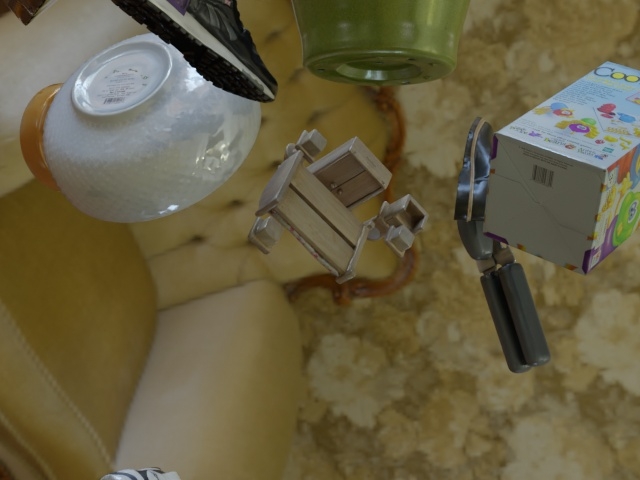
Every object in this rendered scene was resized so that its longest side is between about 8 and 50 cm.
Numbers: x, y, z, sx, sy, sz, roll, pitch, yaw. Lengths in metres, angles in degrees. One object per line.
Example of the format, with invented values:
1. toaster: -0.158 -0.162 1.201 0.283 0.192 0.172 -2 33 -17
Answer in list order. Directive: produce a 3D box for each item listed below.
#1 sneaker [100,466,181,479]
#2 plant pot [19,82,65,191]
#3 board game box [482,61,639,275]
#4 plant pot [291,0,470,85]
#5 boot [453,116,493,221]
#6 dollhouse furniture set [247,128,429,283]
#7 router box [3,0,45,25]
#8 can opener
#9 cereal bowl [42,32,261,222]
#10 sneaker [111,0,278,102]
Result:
1. sneaker: -0.288 0.408 1.627 0.153 0.235 0.094 -2 45 -48
2. plant pot: -0.406 -0.190 2.009 0.205 0.188 0.205 -1 92 -49
3. board game box: 0.335 -0.095 1.341 0.275 0.144 0.142 -32 135 -41
4. plant pot: 0.093 -0.432 1.708 0.366 0.367 0.352 11 79 -64
5. boot: 0.277 -0.095 1.642 0.077 0.137 0.198 88 13 -53
6. dollhouse furniture set: 0.000 0.000 1.955 0.303 0.174 0.355 45 42 -18
7. router box: -0.312 -0.327 1.012 0.243 0.081 0.309 51 -11 -16
8. can opener: 0.269 0.066 1.691 0.093 0.074 0.280 -10 76 -39
9. cereal bowl: -0.267 -0.197 1.654 0.141 0.339 0.339 67 26 -47
10. sneaker: -0.132 -0.289 1.417 0.283 0.107 0.124 39 74 -42
